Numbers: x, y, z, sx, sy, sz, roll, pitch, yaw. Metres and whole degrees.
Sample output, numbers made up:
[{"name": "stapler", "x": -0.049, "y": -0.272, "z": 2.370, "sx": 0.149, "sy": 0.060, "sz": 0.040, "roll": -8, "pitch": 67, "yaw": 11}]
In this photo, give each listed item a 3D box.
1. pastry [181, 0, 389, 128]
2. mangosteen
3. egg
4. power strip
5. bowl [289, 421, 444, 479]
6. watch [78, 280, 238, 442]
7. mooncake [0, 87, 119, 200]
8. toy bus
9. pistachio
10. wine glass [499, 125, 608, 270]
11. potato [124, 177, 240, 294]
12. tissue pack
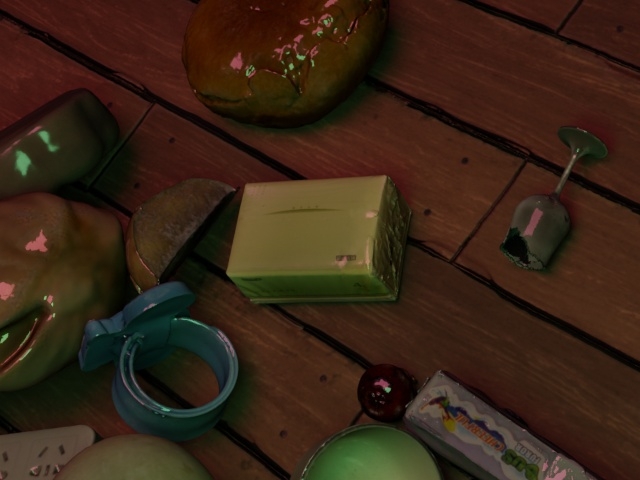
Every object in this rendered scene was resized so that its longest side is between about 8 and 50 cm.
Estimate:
[{"name": "pastry", "x": -0.059, "y": -0.332, "z": 2.122, "sx": 0.356, "sy": 0.164, "sz": 0.355, "roll": -13, "pitch": 59, "yaw": 23}, {"name": "mangosteen", "x": 0.088, "y": 0.204, "z": 1.804, "sx": 0.081, "sy": 0.081, "sz": 0.081, "roll": -12, "pitch": 59, "yaw": 20}, {"name": "egg", "x": -0.239, "y": 0.427, "z": 1.703, "sx": 0.278, "sy": 0.278, "sz": 0.336, "roll": -24, "pitch": 44, "yaw": 12}, {"name": "power strip", "x": -0.417, "y": 0.410, "z": 1.922, "sx": 0.230, "sy": 0.141, "sz": 0.261, "roll": -11, "pitch": 45, "yaw": 20}, {"name": "bowl", "x": 0.045, "y": 0.330, "z": 1.695, "sx": 0.211, "sy": 0.211, "sz": 0.112, "roll": -59, "pitch": 17, "yaw": -13}, {"name": "watch", "x": -0.222, "y": 0.185, "z": 1.895, "sx": 0.211, "sy": 0.211, "sz": 0.193, "roll": -35, "pitch": 68, "yaw": 5}, {"name": "mooncake", "x": -0.450, "y": -0.137, "z": 2.171, "sx": 0.275, "sy": 0.135, "sz": 0.275, "roll": -33, "pitch": 15, "yaw": 10}, {"name": "toy bus", "x": 0.248, "y": 0.278, "z": 1.642, "sx": 0.317, "sy": 0.138, "sz": 0.112, "roll": 31, "pitch": 81, "yaw": 37}, {"name": "pistachio", "x": -0.481, "y": 0.101, "z": 2.015, "sx": 0.445, "sy": 0.281, "sz": 0.365, "roll": -34, "pitch": 21, "yaw": 9}, {"name": "wine glass", "x": 0.317, "y": -0.056, "z": 1.832, "sx": 0.079, "sy": 0.079, "sz": 0.195, "roll": 19, "pitch": 72, "yaw": 33}, {"name": "potato", "x": -0.237, "y": -0.009, "z": 2.007, "sx": 0.100, "sy": 0.120, "sz": 0.261, "roll": 37, "pitch": 42, "yaw": -2}, {"name": "tissue pack", "x": 0.000, "y": 0.000, "z": 1.926, "sx": 0.234, "sy": 0.125, "sz": 0.159, "roll": -1, "pitch": 63, "yaw": 25}]
